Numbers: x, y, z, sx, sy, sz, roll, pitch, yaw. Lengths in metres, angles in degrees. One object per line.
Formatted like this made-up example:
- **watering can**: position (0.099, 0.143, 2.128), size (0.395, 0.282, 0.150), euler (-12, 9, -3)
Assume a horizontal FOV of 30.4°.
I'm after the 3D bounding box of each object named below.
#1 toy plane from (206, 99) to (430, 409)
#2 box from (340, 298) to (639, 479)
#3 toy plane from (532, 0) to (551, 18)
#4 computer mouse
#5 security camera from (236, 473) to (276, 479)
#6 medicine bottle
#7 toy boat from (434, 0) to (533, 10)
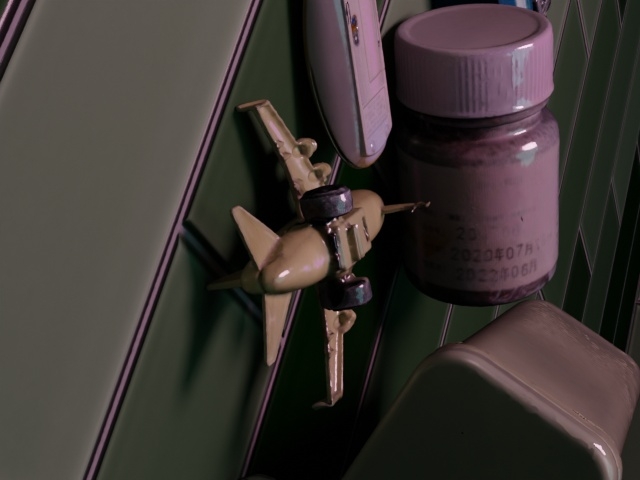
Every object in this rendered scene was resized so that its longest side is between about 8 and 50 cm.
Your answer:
- **toy plane**: position (0.000, 0.000, 0.928), size (0.256, 0.104, 0.241), euler (-30, 108, -55)
- **box**: position (0.128, 0.242, 1.057), size (0.352, 0.177, 0.344), euler (-59, 165, 16)
- **toy plane**: position (0.251, -0.298, 1.434), size (0.192, 0.088, 0.262), euler (58, 45, -58)
- **computer mouse**: position (0.021, -0.159, 0.980), size (0.102, 0.045, 0.199), euler (-51, 138, -56)
- **security camera**: position (-0.045, 0.221, 0.955), size (0.092, 0.058, 0.058), euler (71, 32, -69)
- **medicine bottle**: position (0.155, -0.085, 1.176), size (0.165, 0.165, 0.273), euler (-50, 140, -52)
- **toy boat**: position (0.167, -0.257, 1.247), size (0.062, 0.096, 0.299), euler (-48, 138, -40)
